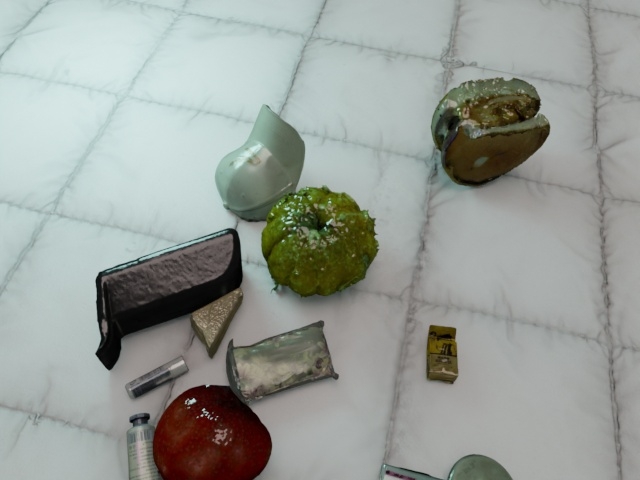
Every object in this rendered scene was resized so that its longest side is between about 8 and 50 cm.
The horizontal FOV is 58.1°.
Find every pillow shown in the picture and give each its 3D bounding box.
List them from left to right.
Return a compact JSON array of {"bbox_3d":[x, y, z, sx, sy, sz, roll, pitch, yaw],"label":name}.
[{"bbox_3d":[-0.092,0.289,1.345,0.254,0.059,0.169,-13,58,-14],"label":"pillow"}]

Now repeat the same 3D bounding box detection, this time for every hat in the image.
[{"bbox_3d":[-0.173,-0.214,1.574,0.257,0.302,0.168,40,40,23],"label":"hat"}]

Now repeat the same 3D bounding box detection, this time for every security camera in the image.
[{"bbox_3d":[0.386,0.566,1.159,0.157,0.080,0.302,-26,63,-29],"label":"security camera"}]

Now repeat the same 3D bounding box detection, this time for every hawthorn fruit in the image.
[{"bbox_3d":[-0.243,0.424,1.156,0.230,0.210,0.266,39,67,24],"label":"hawthorn fruit"}]

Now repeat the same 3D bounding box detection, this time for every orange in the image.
[{"bbox_3d":[0.000,0.000,1.453,0.300,0.223,0.300,12,61,4],"label":"orange"}]

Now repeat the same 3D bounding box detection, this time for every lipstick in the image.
[{"bbox_3d":[-0.375,0.314,1.320,0.141,0.040,0.040,-26,61,-20],"label":"lipstick"}]

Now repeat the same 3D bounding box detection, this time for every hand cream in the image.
[{"bbox_3d":[-0.360,0.498,1.190,0.095,0.059,0.276,-9,62,-11],"label":"hand cream"}]

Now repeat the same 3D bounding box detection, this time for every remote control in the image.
[{"bbox_3d":[0.207,0.521,1.220,0.166,0.029,0.065,13,57,6],"label":"remote control"}]

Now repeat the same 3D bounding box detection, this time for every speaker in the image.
[{"bbox_3d":[-0.352,0.136,1.371,0.387,0.180,0.184,-20,66,-15],"label":"speaker"}]

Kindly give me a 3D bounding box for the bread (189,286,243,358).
[{"bbox_3d":[-0.229,0.197,1.386,0.152,0.077,0.105,-29,66,-25],"label":"bread"}]

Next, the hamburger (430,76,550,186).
[{"bbox_3d":[0.470,-0.301,1.655,0.317,0.277,0.195,-8,60,-14],"label":"hamburger"}]

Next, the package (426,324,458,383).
[{"bbox_3d":[0.292,0.273,1.385,0.070,0.047,0.131,4,54,2],"label":"package"}]
